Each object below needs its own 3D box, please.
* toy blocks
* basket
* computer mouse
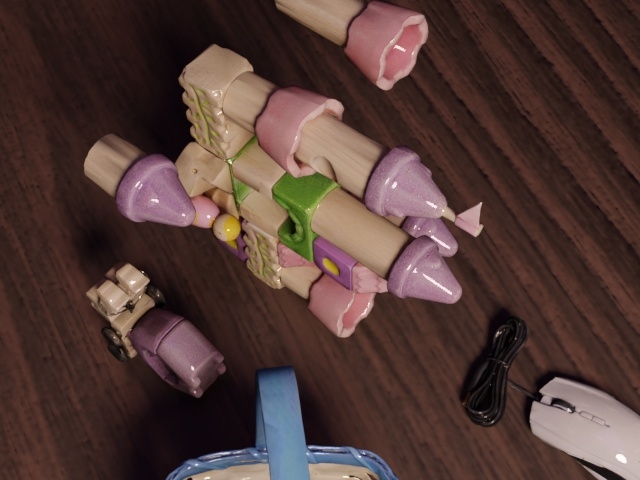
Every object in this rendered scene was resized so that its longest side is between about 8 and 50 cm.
[{"bbox_3d":[0.000,0.000,0.818,0.260,0.288,0.309,34,64,21],"label":"toy blocks"},{"bbox_3d":[-0.021,0.246,0.691,0.201,0.289,0.254,-5,64,-3],"label":"basket"},{"bbox_3d":[0.226,0.153,0.880,0.193,0.042,0.106,29,65,13],"label":"computer mouse"}]
